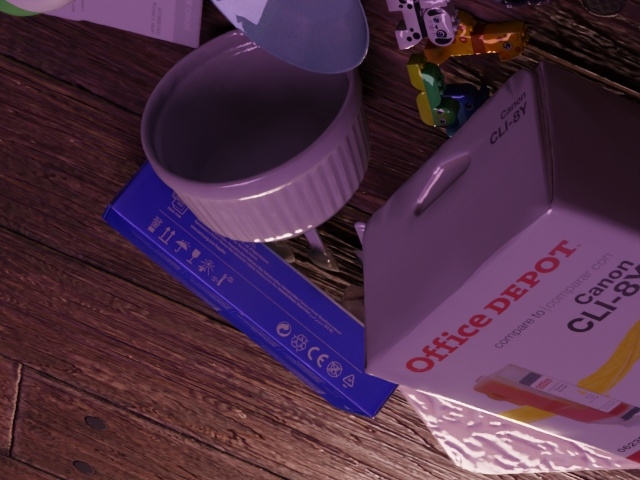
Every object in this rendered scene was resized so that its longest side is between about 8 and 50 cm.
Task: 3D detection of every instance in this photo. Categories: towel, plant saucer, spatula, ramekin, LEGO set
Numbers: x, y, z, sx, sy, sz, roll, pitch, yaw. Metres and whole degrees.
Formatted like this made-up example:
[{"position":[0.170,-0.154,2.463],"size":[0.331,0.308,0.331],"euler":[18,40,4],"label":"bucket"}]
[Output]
[{"position":[0.227,0.151,1.485],"size":[0.317,0.053,0.332],"euler":[-9,132,33],"label":"towel"},{"position":[-0.031,-0.223,1.106],"size":[0.195,0.037,0.195],"euler":[30,155,15],"label":"plant saucer"},{"position":[0.000,0.000,1.363],"size":[0.168,0.019,0.242],"euler":[12,166,10],"label":"spatula"},{"position":[-0.050,-0.094,1.215],"size":[0.207,0.207,0.109],"euler":[2,143,25],"label":"ramekin"},{"position":[0.137,-0.144,1.159],"size":[0.093,0.087,0.227],"euler":[-1,130,24],"label":"LEGO set"}]

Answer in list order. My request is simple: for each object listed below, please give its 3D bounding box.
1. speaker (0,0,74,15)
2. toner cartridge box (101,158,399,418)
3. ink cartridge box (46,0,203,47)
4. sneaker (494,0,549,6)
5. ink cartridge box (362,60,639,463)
[{"position":[-0.159,-0.285,1.025],"size":[0.296,0.131,0.131],"euler":[-23,123,36],"label":"speaker"},{"position":[-0.073,0.052,1.407],"size":[0.348,0.075,0.165],"euler":[40,171,-7],"label":"toner cartridge box"},{"position":[-0.208,-0.309,1.155],"size":[0.239,0.060,0.275],"euler":[12,141,0],"label":"ink cartridge box"},{"position":[0.145,-0.218,1.075],"size":[0.098,0.069,0.038],"euler":[14,141,11],"label":"sneaker"},{"position":[0.263,0.046,1.156],"size":[0.385,0.160,0.279],"euler":[20,138,-22],"label":"ink cartridge box"}]
